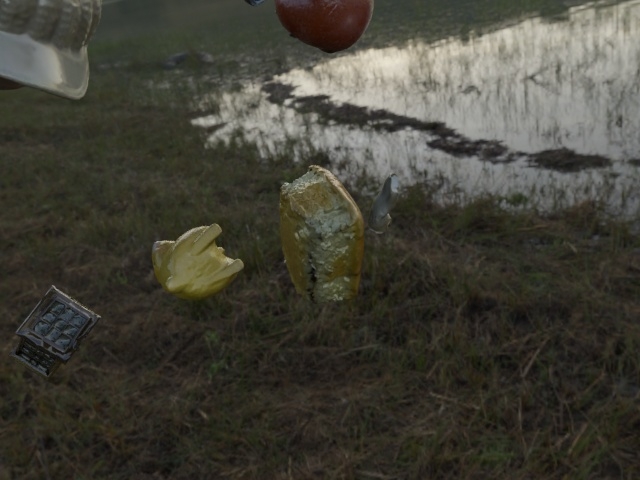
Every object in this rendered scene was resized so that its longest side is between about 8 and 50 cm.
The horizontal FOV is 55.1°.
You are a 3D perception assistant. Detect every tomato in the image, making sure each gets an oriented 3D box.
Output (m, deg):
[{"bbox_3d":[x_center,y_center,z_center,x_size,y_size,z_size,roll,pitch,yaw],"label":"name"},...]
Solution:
[{"bbox_3d":[0.016,-0.631,1.603,0.265,0.264,0.265,-10,25,5],"label":"tomato"}]

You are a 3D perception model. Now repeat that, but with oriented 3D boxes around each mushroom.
[{"bbox_3d":[0.145,-0.082,1.356,0.055,0.202,0.059,-11,62,-13],"label":"mushroom"}]

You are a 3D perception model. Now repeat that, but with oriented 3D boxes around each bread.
[{"bbox_3d":[0.000,0.000,1.060,0.121,0.245,0.174,-18,49,-13],"label":"bread"}]

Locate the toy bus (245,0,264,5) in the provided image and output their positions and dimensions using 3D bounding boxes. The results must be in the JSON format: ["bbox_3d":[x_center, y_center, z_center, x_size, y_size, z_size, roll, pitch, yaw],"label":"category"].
[{"bbox_3d":[-0.187,-0.633,0.992,0.209,0.440,0.249,-45,52,-6],"label":"toy bus"}]

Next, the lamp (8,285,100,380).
[{"bbox_3d":[-0.458,0.167,1.037,0.325,0.090,0.089,-32,25,58],"label":"lamp"}]

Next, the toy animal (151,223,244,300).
[{"bbox_3d":[-0.156,0.030,0.673,0.083,0.070,0.159,-38,16,-27],"label":"toy animal"}]

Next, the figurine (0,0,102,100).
[{"bbox_3d":[-0.388,-0.233,0.665,0.333,0.204,0.185,-4,19,27],"label":"figurine"}]
